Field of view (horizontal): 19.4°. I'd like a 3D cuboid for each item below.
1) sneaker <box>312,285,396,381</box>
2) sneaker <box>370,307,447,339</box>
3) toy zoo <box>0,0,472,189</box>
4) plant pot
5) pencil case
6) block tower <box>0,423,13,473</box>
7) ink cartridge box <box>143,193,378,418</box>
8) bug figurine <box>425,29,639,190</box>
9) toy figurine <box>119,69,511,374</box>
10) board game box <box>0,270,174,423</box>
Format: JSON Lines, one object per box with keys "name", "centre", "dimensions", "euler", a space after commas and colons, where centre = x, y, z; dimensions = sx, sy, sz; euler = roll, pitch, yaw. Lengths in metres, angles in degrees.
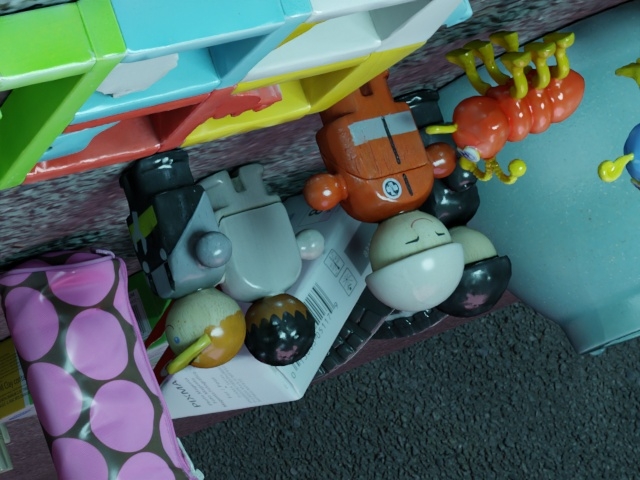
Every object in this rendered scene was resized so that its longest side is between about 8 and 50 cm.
{"name": "sneaker", "centre": [0.041, 0.026, 1.520], "dimensions": [0.283, 0.107, 0.124], "euler": [-34, 174, 22]}
{"name": "sneaker", "centre": [0.042, 0.048, 1.863], "dimensions": [0.300, 0.111, 0.121], "euler": [-23, -171, 33]}
{"name": "toy zoo", "centre": [-0.052, -0.083, 0.885], "dimensions": [0.293, 0.030, 0.192], "euler": [-15, 171, -27]}
{"name": "plant pot", "centre": [0.225, -0.038, 1.288], "dimensions": [0.293, 0.196, 0.293], "euler": [-20, 172, -3]}
{"name": "pencil case", "centre": [-0.150, 0.105, 1.295], "dimensions": [0.098, 0.209, 0.095], "euler": [-19, -178, -8]}
{"name": "block tower", "centre": [-0.391, 0.195, 1.759], "dimensions": [0.097, 0.091, 0.335], "euler": [-22, 173, 10]}
{"name": "ink cartridge box", "centre": [-0.072, 0.051, 1.393], "dimensions": [0.232, 0.066, 0.189], "euler": [-9, -144, 39]}
{"name": "bug figurine", "centre": [0.189, -0.086, 0.997], "dimensions": [0.216, 0.072, 0.279], "euler": [-26, -164, -16]}
{"name": "toy figurine", "centre": [0.000, 0.000, 1.160], "dimensions": [0.209, 0.148, 0.213], "euler": [-22, 173, 13]}
{"name": "board game box", "centre": [-0.126, 0.079, 1.704], "dimensions": [0.242, 0.064, 0.316], "euler": [-25, 171, 35]}
